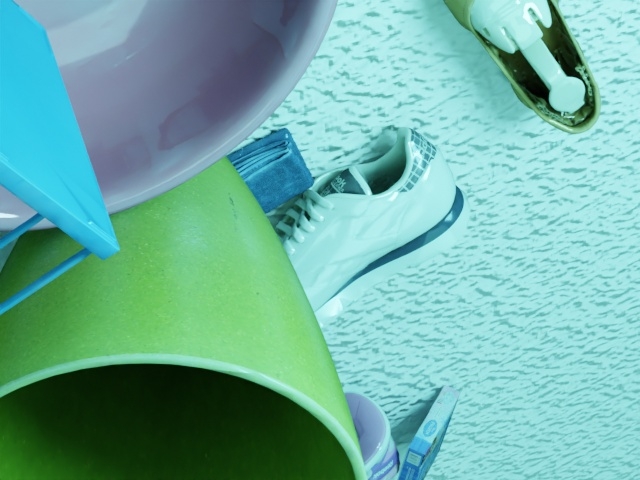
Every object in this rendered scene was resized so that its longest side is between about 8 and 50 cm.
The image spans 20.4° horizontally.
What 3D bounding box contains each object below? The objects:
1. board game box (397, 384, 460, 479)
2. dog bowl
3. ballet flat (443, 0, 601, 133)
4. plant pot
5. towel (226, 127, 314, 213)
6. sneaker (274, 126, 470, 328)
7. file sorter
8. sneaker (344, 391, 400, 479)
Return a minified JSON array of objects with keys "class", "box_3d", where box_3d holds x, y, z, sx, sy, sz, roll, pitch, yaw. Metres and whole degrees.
[{"class":"board game box","box_3d":[0.098,0.196,1.680,0.090,0.020,0.090,-56,166,-44]},{"class":"dog bowl","box_3d":[-0.166,-0.173,1.044,0.408,0.150,0.408,-16,141,-14]},{"class":"ballet flat","box_3d":[0.154,-0.156,1.312,0.080,0.073,0.232,-36,141,10]},{"class":"plant pot","box_3d":[-0.114,0.066,1.207,0.275,0.293,0.275,-2,133,-2]},{"class":"towel","box_3d":[-0.064,-0.035,1.358,0.119,0.029,0.067,-29,143,2]},{"class":"sneaker","box_3d":[0.000,0.000,1.406,0.235,0.090,0.095,-35,129,4]},{"class":"file sorter","box_3d":[-0.195,-0.055,0.906,0.104,0.170,0.118,-34,141,12]},{"class":"sneaker","box_3d":[-0.019,0.239,1.653,0.236,0.095,0.104,-36,149,10]}]
